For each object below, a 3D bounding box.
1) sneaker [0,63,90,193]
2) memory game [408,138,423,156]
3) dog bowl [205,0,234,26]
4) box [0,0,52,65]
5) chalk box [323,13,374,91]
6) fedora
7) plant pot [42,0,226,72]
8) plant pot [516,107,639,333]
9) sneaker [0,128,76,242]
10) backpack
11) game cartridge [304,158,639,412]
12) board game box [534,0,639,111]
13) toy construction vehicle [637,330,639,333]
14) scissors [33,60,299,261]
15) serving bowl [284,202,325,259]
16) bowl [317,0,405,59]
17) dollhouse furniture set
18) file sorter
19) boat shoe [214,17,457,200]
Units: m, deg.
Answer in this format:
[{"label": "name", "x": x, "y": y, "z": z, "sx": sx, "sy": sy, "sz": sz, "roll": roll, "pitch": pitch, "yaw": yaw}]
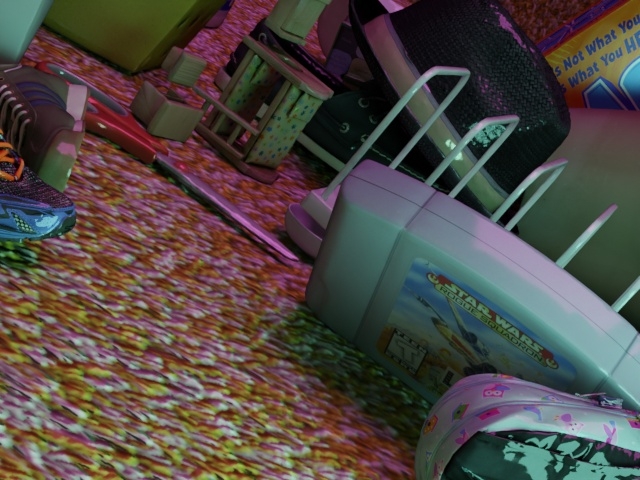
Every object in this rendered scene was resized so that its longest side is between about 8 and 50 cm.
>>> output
[{"label": "sneaker", "x": -0.227, "y": -0.088, "z": 1.071, "sx": 0.086, "sy": 0.064, "sz": 0.192, "roll": 21, "pitch": 18, "yaw": -15}, {"label": "memory game", "x": 0.158, "y": -0.082, "z": 1.729, "sx": 0.186, "sy": 0.012, "sz": 0.186, "roll": 38, "pitch": 34, "yaw": -32}, {"label": "dog bowl", "x": -0.224, "y": -0.404, "z": 1.917, "sx": 0.265, "sy": 0.104, "sz": 0.265, "roll": 30, "pitch": 17, "yaw": -10}, {"label": "box", "x": -0.278, "y": -0.341, "z": 1.203, "sx": 0.215, "sy": 0.168, "sz": 0.345, "roll": 28, "pitch": 54, "yaw": -12}, {"label": "chalk box", "x": 0.066, "y": -0.203, "z": 1.804, "sx": 0.132, "sy": 0.132, "sz": 0.213, "roll": 24, "pitch": 17, "yaw": 0}, {"label": "fedora", "x": 0.172, "y": -0.173, "z": 1.561, "sx": 0.334, "sy": 0.152, "sz": 0.334, "roll": 50, "pitch": 15, "yaw": -19}, {"label": "plant pot", "x": -0.200, "y": -0.298, "z": 1.507, "sx": 0.187, "sy": 0.212, "sz": 0.212, "roll": 45, "pitch": 16, "yaw": 0}, {"label": "plant pot", "x": 0.388, "y": -0.030, "z": 1.707, "sx": 0.280, "sy": 0.323, "sz": 0.323, "roll": 18, "pitch": 14, "yaw": 8}, {"label": "sneaker", "x": -0.250, "y": -0.074, "z": 0.928, "sx": 0.221, "sy": 0.087, "sz": 0.083, "roll": 35, "pitch": 17, "yaw": 8}, {"label": "backpack", "x": 0.151, "y": 0.164, "z": 0.930, "sx": 0.182, "sy": 0.152, "sz": 0.115, "roll": 17, "pitch": 13, "yaw": -12}, {"label": "game cartridge", "x": 0.125, "y": 0.072, "z": 1.058, "sx": 0.297, "sy": 0.062, "sz": 0.198, "roll": 36, "pitch": -27, "yaw": 11}, {"label": "board game box", "x": 0.499, "y": -0.185, "z": 2.009, "sx": 0.356, "sy": 0.356, "sz": 0.356, "roll": 56, "pitch": 15, "yaw": -5}, {"label": "toy construction vehicle", "x": 0.329, "y": 0.105, "z": 1.601, "sx": 0.086, "sy": 0.035, "sz": 0.098, "roll": 23, "pitch": 19, "yaw": -31}, {"label": "scissors", "x": -0.137, "y": -0.075, "z": 1.263, "sx": 0.297, "sy": 0.021, "sz": 0.109, "roll": 31, "pitch": 14, "yaw": -1}, {"label": "serving bowl", "x": 0.000, "y": 0.000, "z": 1.294, "sx": 0.083, "sy": 0.027, "sz": 0.083, "roll": 30, "pitch": 17, "yaw": -10}, {"label": "bowl", "x": 0.103, "y": -0.256, "z": 2.052, "sx": 0.298, "sy": 0.134, "sz": 0.298, "roll": 31, "pitch": 16, "yaw": -10}, {"label": "dollhouse furniture set", "x": -0.065, "y": -0.163, "z": 1.367, "sx": 0.101, "sy": 0.182, "sz": 0.161, "roll": 42, "pitch": 18, "yaw": 29}, {"label": "file sorter", "x": 0.161, "y": -0.007, "z": 1.298, "sx": 0.277, "sy": 0.173, "sz": 0.193, "roll": 44, "pitch": 17, "yaw": 9}, {"label": "boat shoe", "x": 0.036, "y": -0.146, "z": 1.609, "sx": 0.340, "sy": 0.113, "sz": 0.127, "roll": 36, "pitch": 16, "yaw": 26}]
